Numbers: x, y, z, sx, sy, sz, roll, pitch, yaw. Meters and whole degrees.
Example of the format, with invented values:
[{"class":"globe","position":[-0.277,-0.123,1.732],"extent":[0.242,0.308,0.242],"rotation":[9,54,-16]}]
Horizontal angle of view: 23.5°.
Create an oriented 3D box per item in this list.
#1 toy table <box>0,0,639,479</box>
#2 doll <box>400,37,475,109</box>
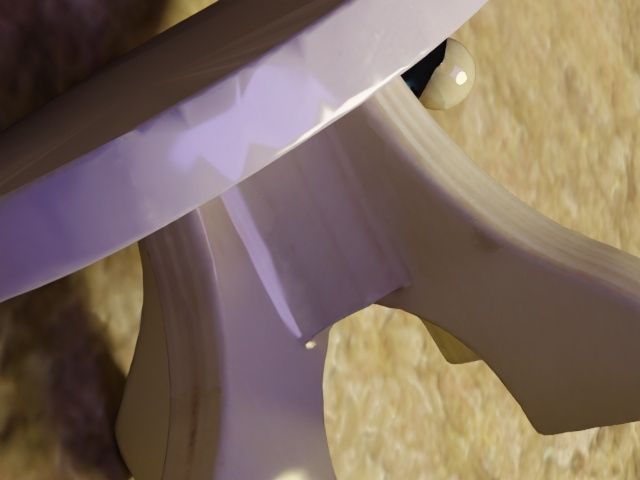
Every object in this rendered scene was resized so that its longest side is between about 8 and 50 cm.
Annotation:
[{"class":"toy table","position":[0.000,0.000,0.521],"extent":[0.274,0.252,0.160],"rotation":[-37,107,-38]},{"class":"doll","position":[0.027,-0.118,0.713],"extent":[0.189,0.046,0.129],"rotation":[42,58,-50]}]
